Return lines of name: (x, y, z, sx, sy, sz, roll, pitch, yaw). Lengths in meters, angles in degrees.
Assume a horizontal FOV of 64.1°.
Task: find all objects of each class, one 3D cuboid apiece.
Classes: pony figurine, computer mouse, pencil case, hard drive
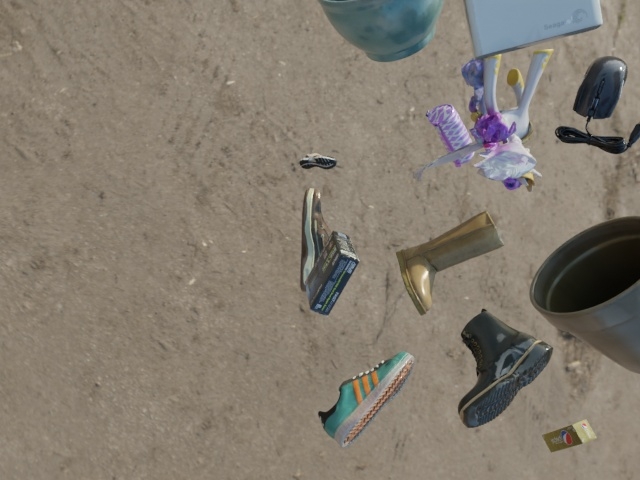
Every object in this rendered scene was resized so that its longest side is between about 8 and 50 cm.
pony figurine: (0.437, -0.272, 1.273, 0.351, 0.303, 0.363, -15, 110, -28)
computer mouse: (0.715, -0.341, 1.248, 0.261, 0.184, 0.060, -61, 155, -6)
pencil case: (0.405, -0.325, 1.571, 0.206, 0.086, 0.088, 43, 58, -39)
hard drive: (0.328, -0.480, 0.841, 0.040, 0.203, 0.307, -39, 117, -77)

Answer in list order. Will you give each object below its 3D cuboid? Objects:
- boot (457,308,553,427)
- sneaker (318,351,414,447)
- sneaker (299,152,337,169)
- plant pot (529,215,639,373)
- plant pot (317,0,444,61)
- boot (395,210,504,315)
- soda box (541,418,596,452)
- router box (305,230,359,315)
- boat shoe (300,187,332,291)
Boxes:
boot: (0.258, 0.201, 0.829, 0.198, 0.137, 0.076, -26, 131, -28)
sneaker: (0.119, 0.392, 1.352, 0.302, 0.121, 0.108, -42, 141, -19)
sneaker: (-0.003, -0.215, 1.351, 0.043, 0.109, 0.040, -58, 143, -37)
plant pot: (0.711, 0.151, 1.189, 0.280, 0.323, 0.323, 48, 63, -10)
plant pot: (0.154, -0.532, 1.147, 0.293, 0.293, 0.196, -56, 139, -22)
boot: (0.342, 0.052, 1.326, 0.089, 0.270, 0.236, 54, 18, -41)
soda box: (0.798, 0.632, 1.647, 0.058, 0.181, 0.061, -14, 63, -18)
router box: (0.017, 0.057, 0.897, 0.038, 0.092, 0.122, 20, 112, -18)
boat shoe: (0.000, 0.000, 1.275, 0.095, 0.095, 0.257, 2, 95, -3)
